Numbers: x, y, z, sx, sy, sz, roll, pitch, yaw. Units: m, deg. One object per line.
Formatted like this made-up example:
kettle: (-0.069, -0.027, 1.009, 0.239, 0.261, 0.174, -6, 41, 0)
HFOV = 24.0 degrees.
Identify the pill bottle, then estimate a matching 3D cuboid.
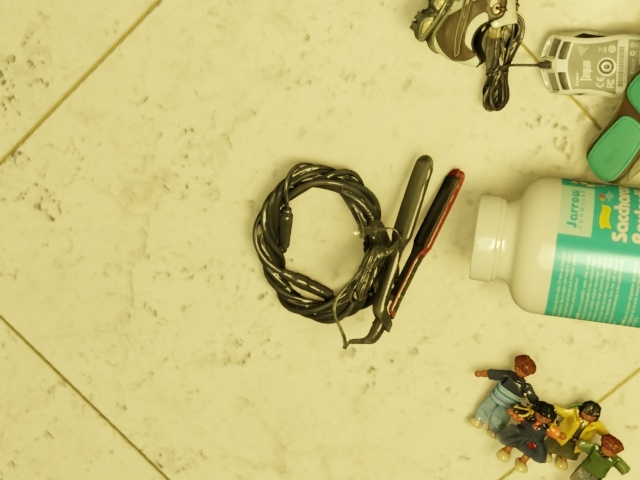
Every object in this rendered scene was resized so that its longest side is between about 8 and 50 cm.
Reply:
pill bottle: (0.291, 0.013, 1.570, 0.264, 0.146, 0.146, 7, 109, 5)

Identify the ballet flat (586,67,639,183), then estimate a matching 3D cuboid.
ballet flat: (0.335, -0.132, 1.512, 0.072, 0.068, 0.213, 49, 149, 10)

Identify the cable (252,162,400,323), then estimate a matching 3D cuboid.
cable: (0.000, 0.000, 1.667, 0.150, 0.047, 0.184, -18, 109, 18)

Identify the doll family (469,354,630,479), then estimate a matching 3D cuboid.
doll family: (0.255, 0.203, 1.673, 0.193, 0.076, 0.111, 23, 129, -4)

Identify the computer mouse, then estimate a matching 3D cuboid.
computer mouse: (0.266, -0.182, 1.568, 0.193, 0.042, 0.106, 5, 104, 13)

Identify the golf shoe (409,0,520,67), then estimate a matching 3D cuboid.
golf shoe: (0.177, -0.267, 1.527, 0.094, 0.077, 0.198, 38, 120, 15)

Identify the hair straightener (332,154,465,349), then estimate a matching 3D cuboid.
hair straightener: (0.068, 0.011, 1.618, 0.089, 0.047, 0.230, 25, 96, -20)
